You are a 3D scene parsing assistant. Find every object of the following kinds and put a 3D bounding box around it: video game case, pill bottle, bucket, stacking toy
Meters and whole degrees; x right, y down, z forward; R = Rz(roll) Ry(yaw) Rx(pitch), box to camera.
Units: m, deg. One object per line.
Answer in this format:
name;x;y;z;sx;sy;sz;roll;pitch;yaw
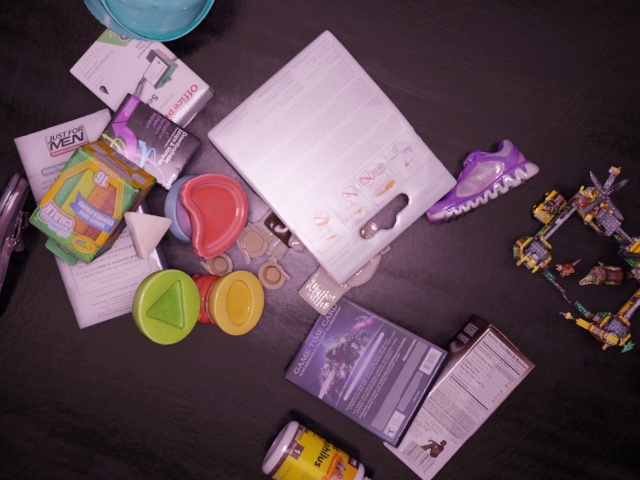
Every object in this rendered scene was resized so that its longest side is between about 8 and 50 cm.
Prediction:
video game case;0.082;0.237;1.792;0.274;0.026;0.196;26;82;34
pill bottle;0.003;0.450;1.838;0.215;0.117;0.117;33;91;-3
bucket;-0.305;-0.507;1.720;0.281;0.183;0.281;7;66;-17
stacking toy;-0.257;0.036;1.735;0.279;0.130;0.309;-17;106;-43

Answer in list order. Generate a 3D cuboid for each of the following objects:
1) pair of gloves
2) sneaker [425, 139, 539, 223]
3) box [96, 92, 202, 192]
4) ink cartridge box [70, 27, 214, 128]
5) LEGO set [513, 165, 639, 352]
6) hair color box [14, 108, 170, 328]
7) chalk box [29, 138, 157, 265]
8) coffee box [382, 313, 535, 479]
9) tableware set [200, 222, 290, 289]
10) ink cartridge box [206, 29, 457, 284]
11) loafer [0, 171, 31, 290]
pair of gloves;0.000;0.000;1.846;0.204;0.042;0.240;-41;85;3
sneaker;0.299;-0.117;1.845;0.236;0.095;0.105;-29;86;-5
box;-0.315;-0.179;1.754;0.162;0.029;0.116;32;83;-10
ink cartridge box;-0.335;-0.301;1.817;0.219;0.092;0.160;41;91;-2
LEGO set;0.539;0.047;1.800;0.255;0.192;0.331;-38;92;0
hair color box;-0.421;-0.041;1.815;0.185;0.113;0.375;-18;93;-2
chalk box;-0.411;-0.052;1.682;0.132;0.132;0.213;35;102;-3
coffee box;0.250;0.294;1.815;0.119;0.168;0.297;42;90;-2
tableware set;-0.143;0.059;1.849;0.168;0.020;0.141;-39;88;21
ink cartridge box;0.021;-0.156;1.826;0.308;0.091;0.385;-41;92;-3
loafer;-0.612;0.017;1.829;0.095;0.109;0.303;26;98;-21
